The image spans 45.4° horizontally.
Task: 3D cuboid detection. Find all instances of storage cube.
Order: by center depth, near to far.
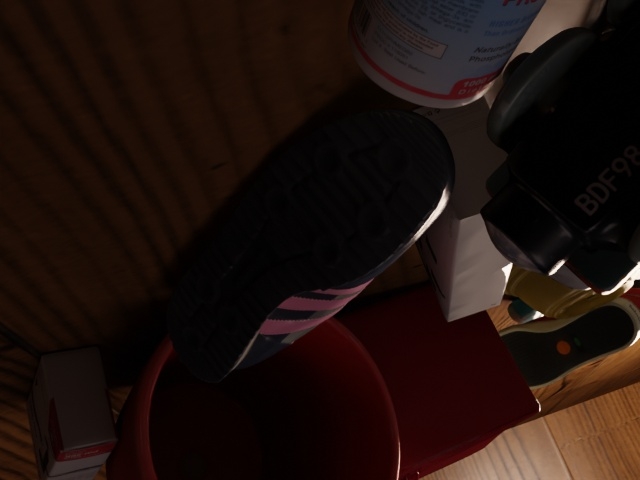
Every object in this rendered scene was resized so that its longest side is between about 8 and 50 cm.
[{"bbox_3d":[0.111,0.183,0.929,0.193,0.215,0.183,-18,156,-20],"label":"storage cube"}]

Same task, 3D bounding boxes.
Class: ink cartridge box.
[{"bbox_3d":[-0.251,0.180,0.763,0.056,0.099,0.135,-5,151,-31],"label":"ink cartridge box"}]

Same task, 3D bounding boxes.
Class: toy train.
[{"bbox_3d":[0.230,-0.102,0.433,0.334,0.142,0.190,-47,155,7],"label":"toy train"}]

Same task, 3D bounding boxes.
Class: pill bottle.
[{"bbox_3d":[0.073,-0.142,0.353,0.087,0.087,0.160,-11,155,-20],"label":"pill bottle"}]

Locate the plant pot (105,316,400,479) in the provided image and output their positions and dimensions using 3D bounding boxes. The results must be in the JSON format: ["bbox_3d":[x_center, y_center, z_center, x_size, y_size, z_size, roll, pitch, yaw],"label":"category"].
[{"bbox_3d":[-0.095,0.217,0.797,0.275,0.275,0.243,-3,161,-34],"label":"plant pot"}]

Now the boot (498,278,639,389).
[{"bbox_3d":[0.347,0.126,1.060,0.244,0.088,0.176,-28,174,38],"label":"boot"}]

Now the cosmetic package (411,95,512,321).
[{"bbox_3d":[0.118,-0.016,0.644,0.060,0.099,0.239,-20,156,-2],"label":"cosmetic package"}]

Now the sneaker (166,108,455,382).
[{"bbox_3d":[0.000,0.000,0.607,0.131,0.112,0.319,-19,166,-49],"label":"sneaker"}]

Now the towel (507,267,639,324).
[{"bbox_3d":[0.473,0.025,1.089,0.370,0.040,0.271,-37,152,32],"label":"towel"}]

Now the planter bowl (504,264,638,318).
[{"bbox_3d":[0.303,0.033,0.906,0.217,0.090,0.217,-17,155,-8],"label":"planter bowl"}]
